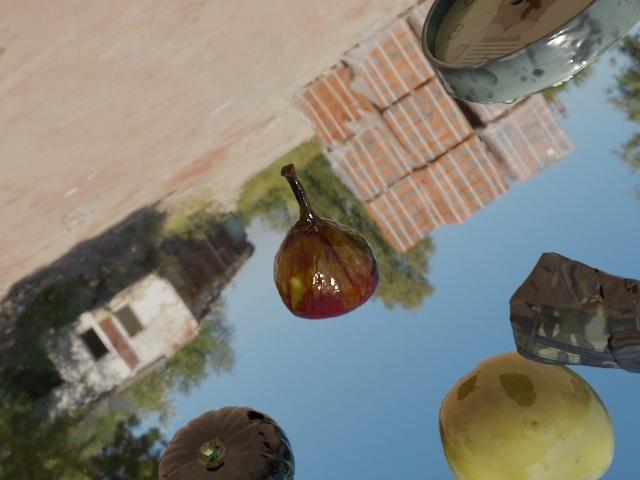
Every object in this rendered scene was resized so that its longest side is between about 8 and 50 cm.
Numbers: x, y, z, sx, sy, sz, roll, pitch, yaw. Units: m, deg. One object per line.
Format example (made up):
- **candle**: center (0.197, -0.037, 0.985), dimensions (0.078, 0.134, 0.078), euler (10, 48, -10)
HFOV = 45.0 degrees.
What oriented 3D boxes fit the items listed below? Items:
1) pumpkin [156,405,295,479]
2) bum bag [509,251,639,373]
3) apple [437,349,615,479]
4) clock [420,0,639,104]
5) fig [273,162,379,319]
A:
- **pumpkin**: center (-0.132, 0.323, 1.071), dimensions (0.202, 0.140, 0.202), euler (-8, -139, 7)
- **bum bag**: center (0.388, 0.102, 0.884), dimensions (0.340, 0.144, 0.095), euler (11, -151, 19)
- **apple**: center (0.318, 0.304, 1.211), dimensions (0.262, 0.262, 0.262), euler (-33, -176, 3)
- **clock**: center (0.280, -0.320, 1.024), dimensions (0.325, 0.067, 0.325), euler (-29, -143, 24)
- **fig**: center (-0.028, 0.016, 1.292), dimensions (0.191, 0.290, 0.190), euler (-24, -135, 26)
